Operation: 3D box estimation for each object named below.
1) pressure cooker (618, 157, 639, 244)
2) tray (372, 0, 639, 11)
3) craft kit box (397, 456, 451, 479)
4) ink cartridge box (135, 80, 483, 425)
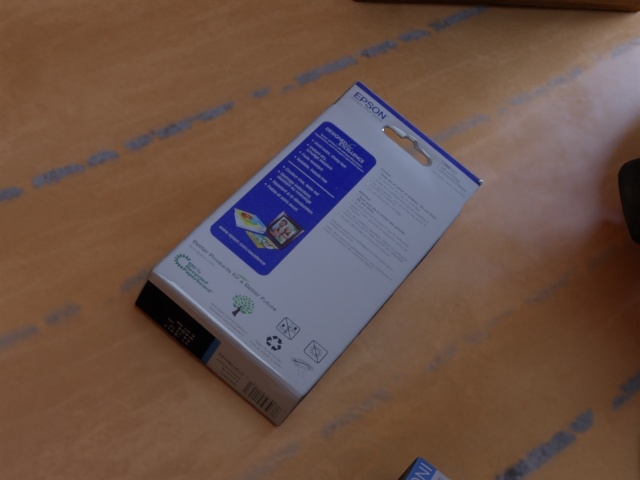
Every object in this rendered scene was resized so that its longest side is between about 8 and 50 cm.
[{"bbox_3d":[0.511,-0.084,1.246,0.370,0.420,0.375,33,82,10],"label":"pressure cooker"},{"bbox_3d":[0.245,-0.350,1.455,0.411,0.203,0.076,-3,59,-28],"label":"tray"},{"bbox_3d":[0.112,0.331,0.991,0.247,0.061,0.250,36,49,5],"label":"craft kit box"},{"bbox_3d":[0.000,0.000,1.172,0.165,0.065,0.332,40,50,6],"label":"ink cartridge box"}]
